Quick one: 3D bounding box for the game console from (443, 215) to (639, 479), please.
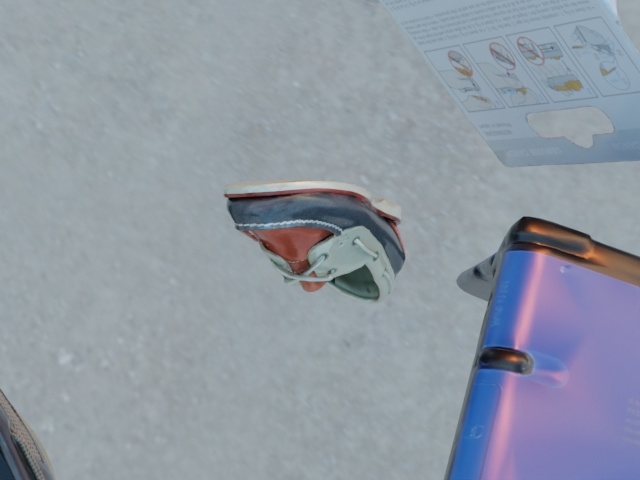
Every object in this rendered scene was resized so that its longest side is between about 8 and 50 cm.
[{"bbox_3d":[0.197,0.115,0.742,0.293,0.250,0.173,19,143,0],"label":"game console"}]

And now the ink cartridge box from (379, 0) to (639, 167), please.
[{"bbox_3d":[0.085,-0.142,0.773,0.232,0.189,0.066,46,74,-18],"label":"ink cartridge box"}]

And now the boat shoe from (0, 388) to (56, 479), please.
[{"bbox_3d":[-0.247,0.062,0.840,0.132,0.130,0.355,-45,116,-14],"label":"boat shoe"}]

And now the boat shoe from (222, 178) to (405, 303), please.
[{"bbox_3d":[0.000,0.000,0.632,0.137,0.049,0.043,16,79,-68],"label":"boat shoe"}]
